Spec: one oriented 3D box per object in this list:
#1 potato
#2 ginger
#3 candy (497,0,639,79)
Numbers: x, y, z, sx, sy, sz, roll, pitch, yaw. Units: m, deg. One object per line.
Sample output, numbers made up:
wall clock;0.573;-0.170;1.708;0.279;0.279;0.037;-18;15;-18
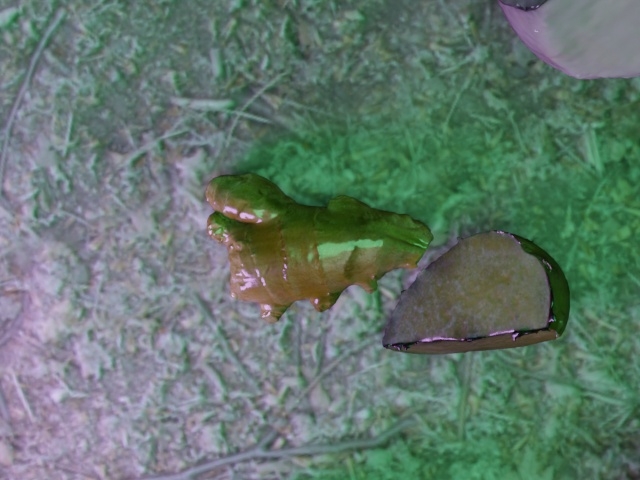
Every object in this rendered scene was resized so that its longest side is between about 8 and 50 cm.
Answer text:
potato;0.147;0.051;1.740;0.172;0.089;0.101;-13;74;33
ginger;-0.009;0.011;1.728;0.205;0.081;0.115;11;64;8
candy;0.267;-0.337;1.545;0.186;0.427;0.386;13;141;-25
